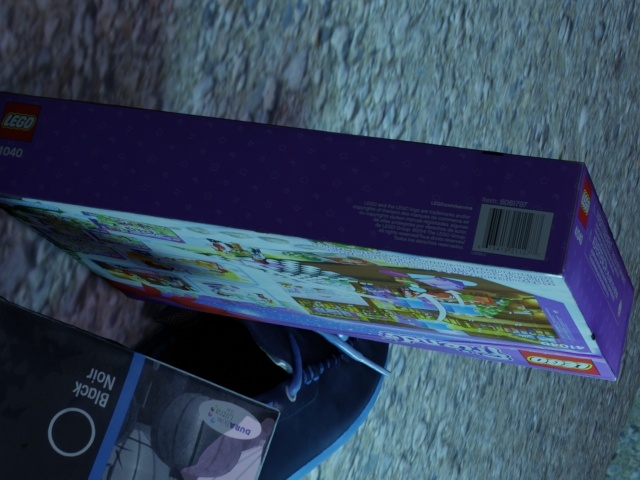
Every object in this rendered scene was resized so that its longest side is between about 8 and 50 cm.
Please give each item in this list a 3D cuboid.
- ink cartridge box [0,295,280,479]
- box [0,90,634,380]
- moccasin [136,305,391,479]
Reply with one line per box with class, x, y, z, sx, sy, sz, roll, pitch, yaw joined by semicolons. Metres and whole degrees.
ink cartridge box;-0.151;0.207;0.788;0.165;0.065;0.332;24;78;-25
box;0.000;0.000;0.831;0.201;0.293;0.057;48;53;-66
moccasin;-0.047;0.084;0.994;0.342;0.138;0.117;-48;142;-52
